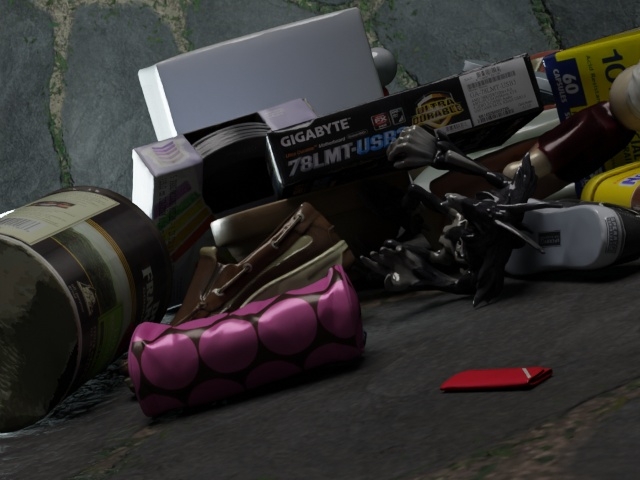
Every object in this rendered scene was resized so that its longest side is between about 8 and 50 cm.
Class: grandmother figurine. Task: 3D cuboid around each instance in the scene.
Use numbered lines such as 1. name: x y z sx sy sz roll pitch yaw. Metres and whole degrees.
1. grandmother figurine: 0.255 -0.093 1.456 0.342 0.104 0.208 -34 1 34

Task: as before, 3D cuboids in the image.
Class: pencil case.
1. pencil case: -0.065 0.087 1.209 0.209 0.095 0.098 -15 38 2

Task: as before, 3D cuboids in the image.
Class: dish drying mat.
1. dish drying mat: 0.128 0.101 1.000 0.083 0.008 0.032 -8 12 46

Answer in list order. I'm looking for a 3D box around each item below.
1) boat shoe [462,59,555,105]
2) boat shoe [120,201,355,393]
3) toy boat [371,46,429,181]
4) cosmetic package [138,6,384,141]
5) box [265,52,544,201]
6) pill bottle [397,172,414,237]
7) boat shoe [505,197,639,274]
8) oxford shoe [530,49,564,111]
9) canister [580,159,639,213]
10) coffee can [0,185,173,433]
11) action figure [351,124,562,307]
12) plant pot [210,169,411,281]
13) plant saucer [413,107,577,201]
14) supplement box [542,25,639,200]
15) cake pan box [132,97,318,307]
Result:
1. boat shoe: 0.283 -0.196 1.924 0.183 0.083 0.065 15 18 16
2. boat shoe: -0.095 0.050 1.343 0.257 0.095 0.095 -32 2 -18
3. toy boat: 0.177 -0.202 2.232 0.268 0.148 0.318 -20 38 -41
4. cosmetic package: -0.084 -0.166 2.204 0.330 0.327 0.394 -17 8 -9
5. box: 0.084 -0.117 1.568 0.293 0.073 0.295 -15 -3 -2
6. pill bottle: 0.045 -0.061 1.907 0.131 0.130 0.246 -17 7 -8
7. boat shoe: 0.242 -0.008 1.329 0.076 0.080 0.228 0 -2 -22
8. oxford shoe: 0.497 -0.224 2.143 0.397 0.140 0.146 9 -17 37
9. canister: 0.347 -0.038 1.320 0.126 0.073 0.170 -18 9 -15
10. coffee can: -0.294 0.063 1.431 0.202 0.201 0.275 -14 8 16
11. action figure: 0.112 -0.016 1.347 0.141 0.164 0.276 21 -14 -22
12. plant pot: 0.000 0.000 1.576 0.237 0.109 0.237 -15 -1 0
13. plant saucer: 0.287 -0.116 1.926 0.401 0.100 0.400 -16 7 2
14. supplement box: 0.450 -0.156 1.493 0.195 0.194 0.357 -21 8 -34
15. cake pan box: -0.122 -0.048 1.775 0.246 0.266 0.070 -20 51 -27
